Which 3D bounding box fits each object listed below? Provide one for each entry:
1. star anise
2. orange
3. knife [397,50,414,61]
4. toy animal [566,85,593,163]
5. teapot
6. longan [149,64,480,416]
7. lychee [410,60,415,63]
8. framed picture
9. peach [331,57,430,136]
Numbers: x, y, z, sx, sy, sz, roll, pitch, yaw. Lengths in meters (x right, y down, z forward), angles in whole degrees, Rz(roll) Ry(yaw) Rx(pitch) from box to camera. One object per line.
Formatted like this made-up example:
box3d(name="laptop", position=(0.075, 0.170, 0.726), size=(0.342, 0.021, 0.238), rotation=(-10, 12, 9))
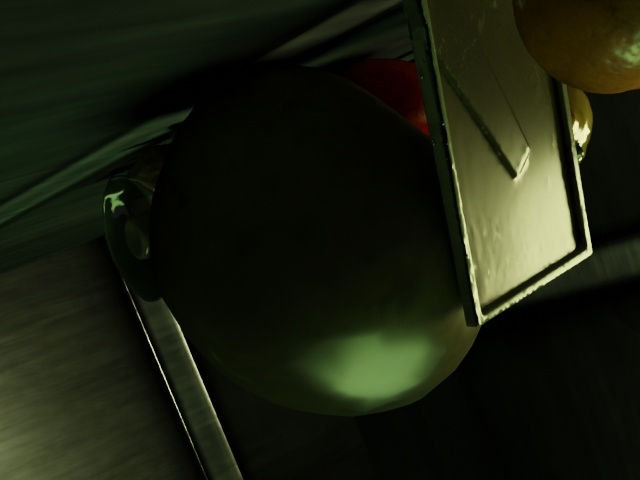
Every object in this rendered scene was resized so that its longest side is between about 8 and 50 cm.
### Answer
box3d(name="star anise", position=(-0.153, -0.119, 1.475), size=(0.236, 0.093, 0.229), rotation=(-27, 178, -17))
box3d(name="orange", position=(0.271, -0.221, 0.872), size=(0.240, 0.171, 0.240), rotation=(-21, 174, -2))
box3d(name="knife", position=(0.123, -0.275, 1.675), size=(0.210, 0.015, 0.028), rotation=(-22, 175, 32))
box3d(name="toy animal", position=(0.234, -0.179, 1.297), size=(0.195, 0.281, 0.169), rotation=(-22, -158, 17))
box3d(name="teapot", position=(-0.135, -0.026, 1.698), size=(0.344, 0.300, 0.253), rotation=(-19, 163, -32))
box3d(name="longan", position=(0.000, 0.000, 1.168), size=(0.404, 0.404, 0.336), rotation=(-24, 156, -43))
box3d(name="lychee", position=(0.194, -0.194, 1.824), size=(0.300, 0.255, 0.255), rotation=(-10, 173, -43))
box3d(name="framed picture", position=(0.188, -0.110, 1.092), size=(0.022, 0.335, 0.247), rotation=(-2, -164, 42))
box3d(name="peach", position=(0.085, -0.133, 1.483), size=(0.275, 0.248, 0.245), rotation=(-31, 159, 2))
